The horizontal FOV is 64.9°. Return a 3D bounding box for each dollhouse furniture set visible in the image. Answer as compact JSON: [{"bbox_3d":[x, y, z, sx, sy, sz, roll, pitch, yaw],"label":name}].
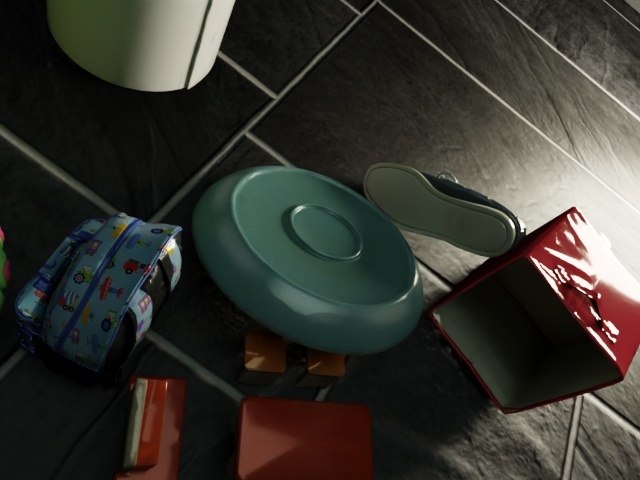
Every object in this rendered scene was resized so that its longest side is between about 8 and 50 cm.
[{"bbox_3d":[-0.062,0.198,0.501,0.260,0.135,0.261,11,59,-22],"label":"dollhouse furniture set"}]

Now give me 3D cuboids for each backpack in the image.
[{"bbox_3d":[-0.207,0.046,0.487,0.117,0.173,0.158,30,55,-10],"label":"backpack"}]

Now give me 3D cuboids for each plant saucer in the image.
[{"bbox_3d":[0.000,0.000,0.636,0.318,0.043,0.317,19,36,-15],"label":"plant saucer"}]

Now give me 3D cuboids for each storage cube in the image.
[{"bbox_3d":[0.312,0.096,0.708,0.193,0.215,0.183,-29,79,-42],"label":"storage cube"}]

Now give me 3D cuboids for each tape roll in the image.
[{"bbox_3d":[-0.243,-0.356,0.695,0.247,0.169,0.245,12,58,-21],"label":"tape roll"}]

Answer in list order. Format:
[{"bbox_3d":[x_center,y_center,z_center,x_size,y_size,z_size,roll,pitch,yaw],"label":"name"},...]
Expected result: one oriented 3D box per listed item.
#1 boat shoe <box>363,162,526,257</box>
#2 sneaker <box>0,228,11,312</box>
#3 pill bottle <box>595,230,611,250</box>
[{"bbox_3d":[0.180,-0.054,0.752,0.255,0.095,0.079,24,22,35],"label":"boat shoe"},{"bbox_3d":[-0.461,-0.093,0.399,0.482,0.185,0.202,48,21,5],"label":"sneaker"},{"bbox_3d":[0.460,0.039,0.895,0.137,0.078,0.078,-35,83,-36],"label":"pill bottle"}]
